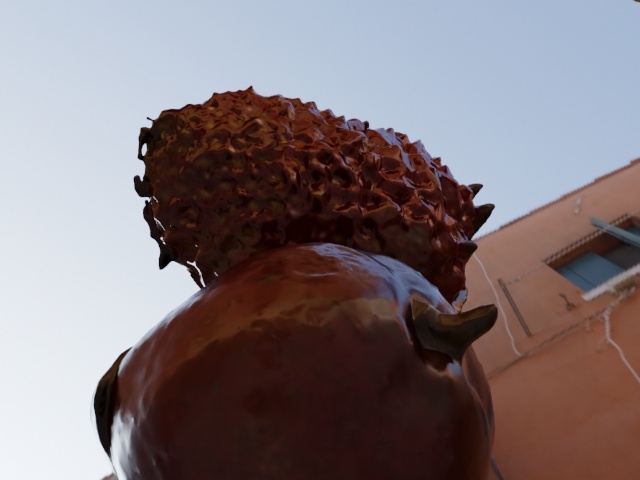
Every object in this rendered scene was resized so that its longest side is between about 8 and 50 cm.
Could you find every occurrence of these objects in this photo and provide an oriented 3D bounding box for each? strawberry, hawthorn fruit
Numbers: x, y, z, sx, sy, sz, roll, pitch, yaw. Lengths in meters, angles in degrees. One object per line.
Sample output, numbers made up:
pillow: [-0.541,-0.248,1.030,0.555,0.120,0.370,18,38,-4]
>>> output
strawberry: [0.000,0.000,0.603,0.306,0.138,0.233,18,-97,-24]
hawthorn fruit: [0.004,0.097,0.436,0.215,0.215,0.250,43,-63,-8]

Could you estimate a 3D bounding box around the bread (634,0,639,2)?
bread: [0.366,-0.270,0.640,0.235,0.099,0.210,22,-120,30]
